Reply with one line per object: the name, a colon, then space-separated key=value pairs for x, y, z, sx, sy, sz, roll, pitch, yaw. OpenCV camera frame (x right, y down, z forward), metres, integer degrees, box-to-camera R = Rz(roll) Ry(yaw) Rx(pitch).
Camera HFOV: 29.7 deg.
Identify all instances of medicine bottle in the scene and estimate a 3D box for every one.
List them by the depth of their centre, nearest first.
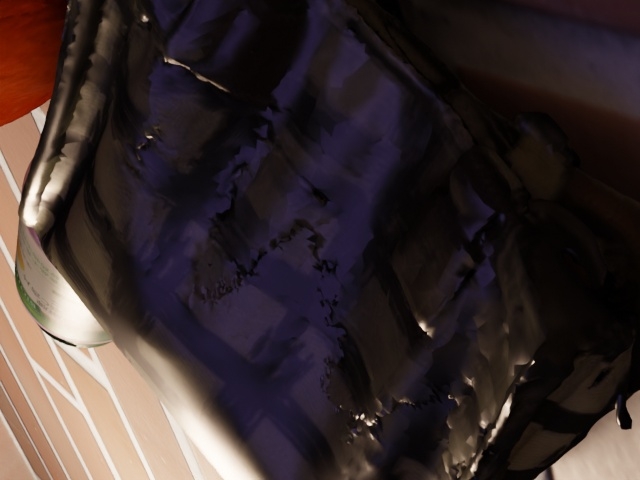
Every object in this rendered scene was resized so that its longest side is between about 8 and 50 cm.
medicine bottle: x=-0.186 y=0.009 z=1.005 sx=0.133 sy=0.133 sz=0.274 roll=54 pitch=158 yaw=7

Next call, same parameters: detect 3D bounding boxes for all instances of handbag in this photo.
handbag: x=0.000 y=0.000 z=0.600 sx=0.325 sy=0.162 sz=0.327 roll=48 pitch=148 yaw=14

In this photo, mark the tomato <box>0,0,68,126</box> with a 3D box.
tomato: x=-0.245 y=-0.212 z=0.638 sx=0.341 sy=0.273 sz=0.341 roll=57 pitch=160 yaw=33
